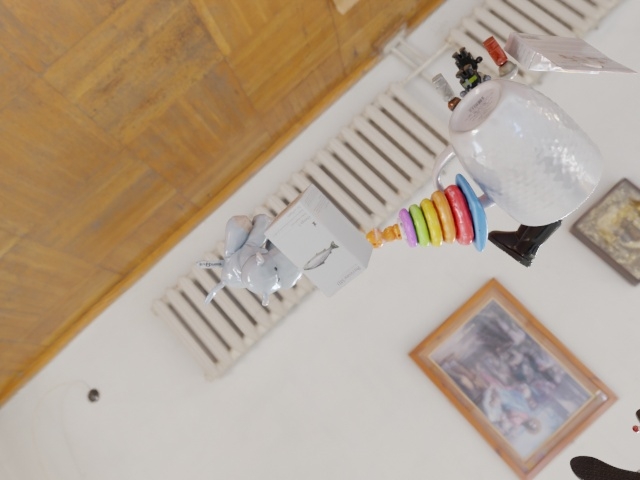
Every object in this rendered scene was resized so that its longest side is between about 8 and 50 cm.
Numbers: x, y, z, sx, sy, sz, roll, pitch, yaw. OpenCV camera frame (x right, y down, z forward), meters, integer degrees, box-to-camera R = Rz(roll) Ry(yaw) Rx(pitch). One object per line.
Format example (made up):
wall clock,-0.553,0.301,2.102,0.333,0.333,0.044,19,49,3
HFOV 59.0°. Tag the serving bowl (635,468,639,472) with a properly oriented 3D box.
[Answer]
serving bowl,0.910,0.659,1.589,0.083,0.027,0.083,-28,164,-9

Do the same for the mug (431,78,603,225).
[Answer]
mug,0.460,-0.211,1.448,0.374,0.328,0.276,-38,-150,33

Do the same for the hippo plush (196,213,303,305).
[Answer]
hippo plush,-0.176,0.046,1.557,0.294,0.234,0.236,-15,-170,-24

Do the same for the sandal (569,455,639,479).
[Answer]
sandal,0.666,0.547,1.295,0.067,0.179,0.040,-57,141,-37

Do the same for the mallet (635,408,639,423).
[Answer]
mallet,0.877,0.518,1.451,0.039,0.189,0.062,-34,-173,16

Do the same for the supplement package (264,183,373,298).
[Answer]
supplement package,0.000,0.000,1.085,0.105,0.179,0.105,-41,-171,25

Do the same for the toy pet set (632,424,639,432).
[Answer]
toy pet set,0.695,0.428,1.134,0.114,0.122,0.065,-25,156,34

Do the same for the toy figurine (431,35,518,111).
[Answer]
toy figurine,0.476,-0.503,1.756,0.209,0.148,0.213,-51,-157,-18

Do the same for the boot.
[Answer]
boot,0.725,-0.038,2.020,0.094,0.246,0.207,27,103,-27

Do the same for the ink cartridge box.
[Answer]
ink cartridge box,0.749,-0.542,1.711,0.296,0.261,0.066,-5,133,-23

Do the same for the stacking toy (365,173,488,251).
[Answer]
stacking toy,0.259,-0.038,1.457,0.302,0.165,0.175,-17,128,4
